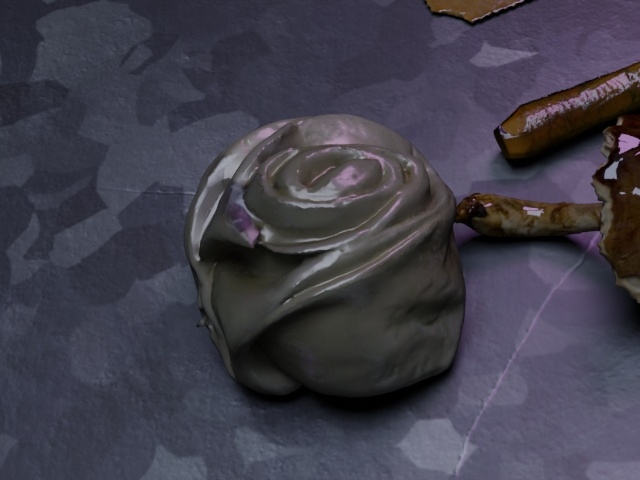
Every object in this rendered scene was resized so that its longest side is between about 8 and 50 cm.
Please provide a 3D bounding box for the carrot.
[{"bbox_3d":[0.349,-0.174,1.705,0.260,0.070,0.070,-22,52,-4],"label":"carrot"}]

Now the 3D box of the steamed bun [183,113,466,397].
[{"bbox_3d":[0.000,0.000,1.544,0.342,0.255,0.368,-18,54,-2],"label":"steamed bun"}]

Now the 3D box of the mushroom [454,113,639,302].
[{"bbox_3d":[0.348,-0.055,1.569,0.301,0.233,0.208,32,108,45],"label":"mushroom"}]

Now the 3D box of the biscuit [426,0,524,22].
[{"bbox_3d":[0.242,-0.418,1.944,0.232,0.013,0.237,-23,52,-4],"label":"biscuit"}]
